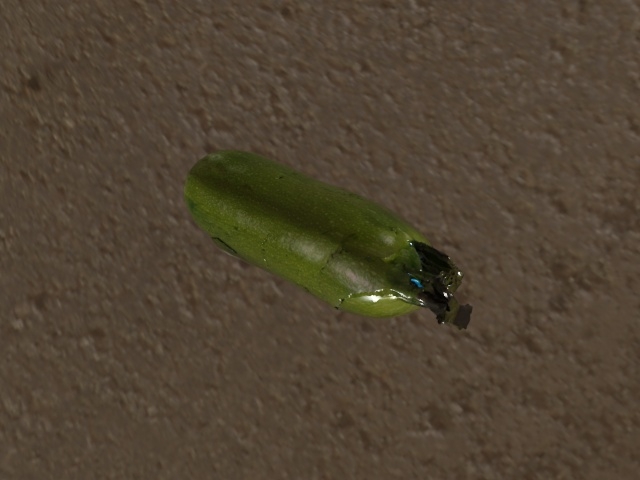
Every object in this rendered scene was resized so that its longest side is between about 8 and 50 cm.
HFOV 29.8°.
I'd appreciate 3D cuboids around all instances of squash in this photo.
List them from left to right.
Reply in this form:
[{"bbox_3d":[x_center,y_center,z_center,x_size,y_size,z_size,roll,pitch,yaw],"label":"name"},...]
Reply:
[{"bbox_3d":[0.001,-0.001,0.854,0.087,0.331,0.087,-11,110,-32],"label":"squash"}]
